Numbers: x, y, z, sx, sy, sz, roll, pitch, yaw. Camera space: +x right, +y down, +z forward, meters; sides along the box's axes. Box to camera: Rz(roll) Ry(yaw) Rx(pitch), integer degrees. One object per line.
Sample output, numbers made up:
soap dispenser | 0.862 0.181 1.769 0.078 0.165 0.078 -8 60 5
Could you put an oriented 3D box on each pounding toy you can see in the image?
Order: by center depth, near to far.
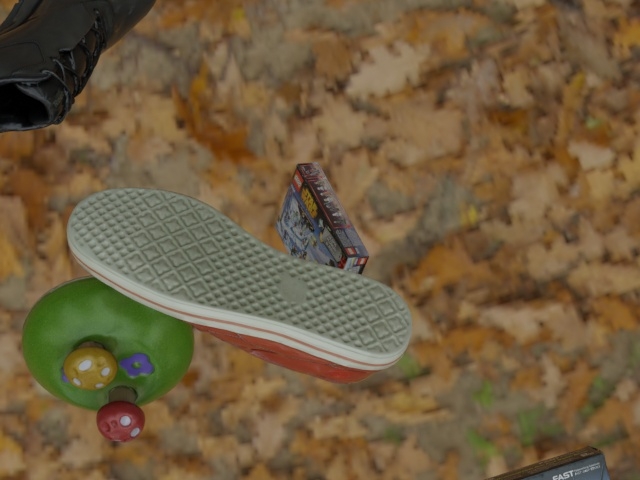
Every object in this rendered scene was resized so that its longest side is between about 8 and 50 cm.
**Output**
pounding toy | -0.206 0.121 1.764 0.183 0.110 0.237 28 123 -26

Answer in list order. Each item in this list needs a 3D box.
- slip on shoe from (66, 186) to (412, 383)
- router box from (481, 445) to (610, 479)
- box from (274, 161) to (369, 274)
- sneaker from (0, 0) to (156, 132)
slip on shoe | -0.081 0.050 1.578 0.331 0.123 0.101 21 145 -6
router box | 0.192 0.237 1.450 0.122 0.038 0.092 -17 96 -11
box | 0.000 0.000 1.737 0.027 0.137 0.094 -6 139 -27
sneaker | -0.251 -0.163 1.559 0.286 0.130 0.109 -38 139 -21
